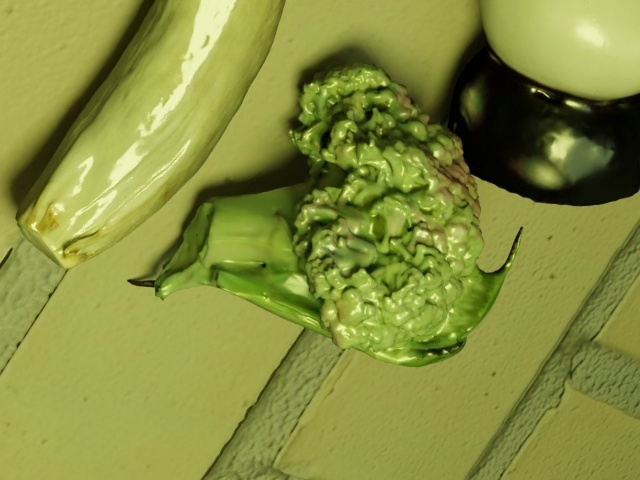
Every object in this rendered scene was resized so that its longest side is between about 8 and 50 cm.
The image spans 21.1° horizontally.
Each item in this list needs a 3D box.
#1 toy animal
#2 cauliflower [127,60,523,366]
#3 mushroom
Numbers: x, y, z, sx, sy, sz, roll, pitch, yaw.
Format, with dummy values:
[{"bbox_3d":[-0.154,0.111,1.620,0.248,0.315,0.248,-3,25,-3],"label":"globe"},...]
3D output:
[{"bbox_3d":[0.205,-0.159,1.418,0.165,0.187,0.235,2,118,-21],"label":"toy animal"},{"bbox_3d":[0.000,0.000,1.369,0.315,0.256,0.239,-3,130,-2],"label":"cauliflower"},{"bbox_3d":[-0.103,-0.133,1.249,0.351,0.095,0.123,-58,156,5],"label":"mushroom"}]
